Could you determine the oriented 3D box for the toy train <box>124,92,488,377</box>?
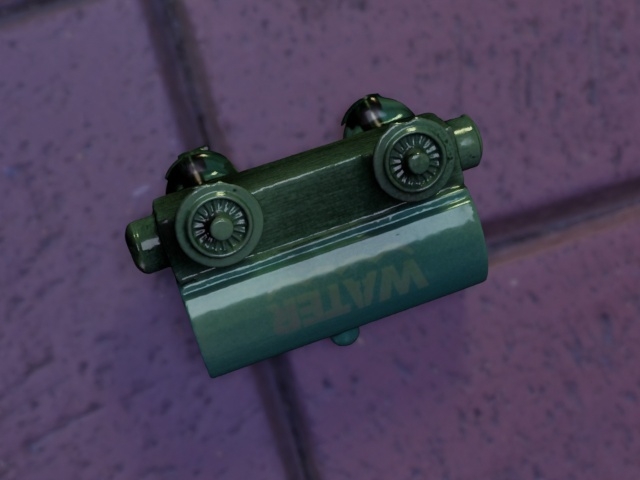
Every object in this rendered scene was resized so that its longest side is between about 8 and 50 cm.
[{"bbox_3d":[0.000,0.000,0.669,0.248,0.101,0.159,-17,109,-7],"label":"toy train"}]
